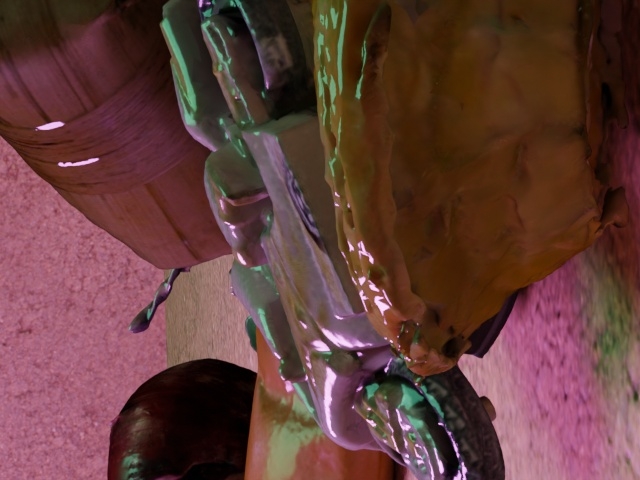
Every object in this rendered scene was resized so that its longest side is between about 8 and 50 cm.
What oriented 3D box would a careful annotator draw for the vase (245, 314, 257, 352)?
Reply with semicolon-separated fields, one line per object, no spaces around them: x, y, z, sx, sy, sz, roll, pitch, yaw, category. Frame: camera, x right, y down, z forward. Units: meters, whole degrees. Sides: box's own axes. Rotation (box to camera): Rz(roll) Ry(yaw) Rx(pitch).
-0.016;0.104;1.659;0.148;0.081;0.081;-127;35;-65;vase

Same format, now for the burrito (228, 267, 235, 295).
-0.010;-0.008;1.339;0.275;0.082;0.059;-55;-54;-72;burrito

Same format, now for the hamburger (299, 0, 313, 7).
0.004;-0.154;1.218;0.302;0.170;0.302;178;90;-80;hamburger

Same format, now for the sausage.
-0.001;0.176;1.457;0.134;0.116;0.354;28;119;49;sausage

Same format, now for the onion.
-0.068;0.233;1.608;0.195;0.272;0.272;-27;60;42;onion

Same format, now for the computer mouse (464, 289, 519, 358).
0.079;-0.034;1.070;0.126;0.071;0.231;-128;24;-60;computer mouse

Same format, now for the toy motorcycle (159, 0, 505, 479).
0.000;0.000;1.037;0.340;0.108;0.223;65;164;-1;toy motorcycle

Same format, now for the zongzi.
-0.179;-0.226;1.518;0.500;0.218;0.467;54;-160;-57;zongzi

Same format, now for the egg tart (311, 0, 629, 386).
0.080;-0.090;0.830;0.315;0.120;0.315;-1;-90;-77;egg tart
